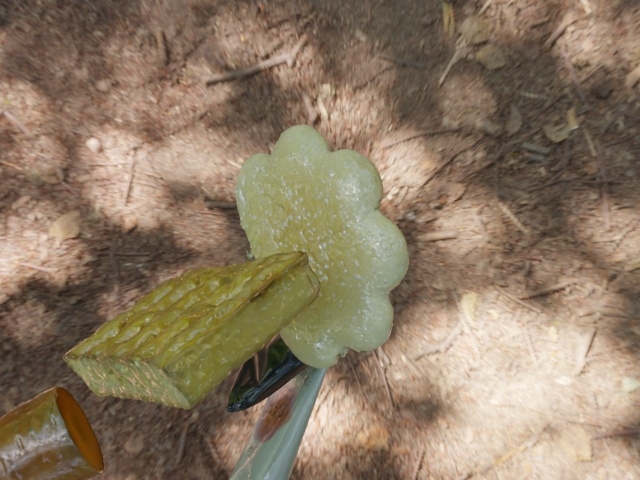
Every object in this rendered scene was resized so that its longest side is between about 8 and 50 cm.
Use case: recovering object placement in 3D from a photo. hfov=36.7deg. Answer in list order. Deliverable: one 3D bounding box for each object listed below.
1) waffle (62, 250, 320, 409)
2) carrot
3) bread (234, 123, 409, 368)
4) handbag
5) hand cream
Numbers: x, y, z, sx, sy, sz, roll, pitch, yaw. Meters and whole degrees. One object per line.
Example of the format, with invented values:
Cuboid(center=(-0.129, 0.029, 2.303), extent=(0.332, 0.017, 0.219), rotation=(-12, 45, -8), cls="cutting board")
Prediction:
Cuboid(center=(-0.125, 0.083, 0.907), extent=(0.168, 0.274, 0.057), rotation=(-38, 104, -30), cls="waffle")
Cuboid(center=(-0.236, 0.163, 0.586), extent=(0.209, 0.061, 0.061), rotation=(-29, 90, 0), cls="carrot")
Cuboid(center=(0.000, 0.000, 1.003), extent=(0.182, 0.039, 0.251), rotation=(-26, 78, 38), cls="bread")
Cuboid(center=(-0.004, 0.092, 1.170), extent=(0.089, 0.254, 0.211), rotation=(46, 112, 1), cls="handbag")
Cuboid(center=(-0.075, 0.291, 1.270), extent=(0.078, 0.124, 0.341), rotation=(28, 72, -23), cls="hand cream")
